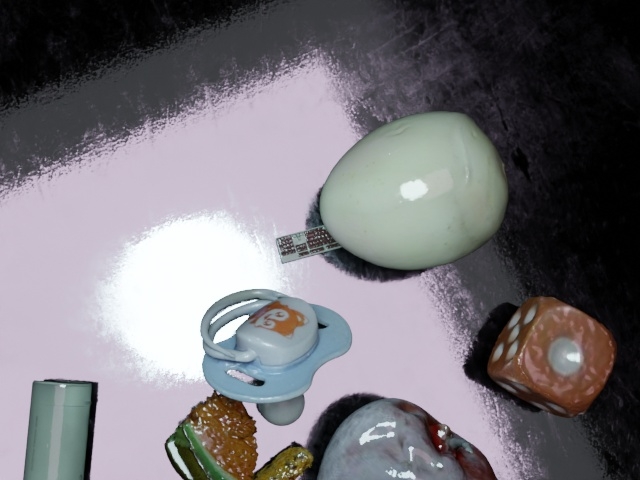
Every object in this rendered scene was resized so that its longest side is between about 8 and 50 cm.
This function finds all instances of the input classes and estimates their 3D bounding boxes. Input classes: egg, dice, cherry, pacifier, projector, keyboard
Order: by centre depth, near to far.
[{"bbox_3d":[0.132,0.439,1.623,0.335,0.291,0.326,-28,104,5],"label":"cherry"},{"bbox_3d":[-0.468,0.415,1.644,0.108,0.108,0.337,4,82,-6],"label":"projector"},{"bbox_3d":[-0.084,0.230,1.687,0.299,0.244,0.233,-36,130,-46],"label":"pacifier"},{"bbox_3d":[0.169,-0.083,1.700,0.345,0.283,0.283,-18,85,6],"label":"egg"},{"bbox_3d":[0.428,0.220,1.745,0.174,0.179,0.175,29,76,-2],"label":"dice"},{"bbox_3d":[0.000,0.000,1.799,0.166,0.017,0.055,-15,85,-9],"label":"keyboard"}]

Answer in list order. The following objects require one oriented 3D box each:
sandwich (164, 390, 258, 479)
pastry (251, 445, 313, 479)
[{"bbox_3d":[-0.177,0.380,1.692,0.160,0.109,0.185,-38,86,-30],"label":"sandwich"},{"bbox_3d":[-0.076,0.428,1.704,0.140,0.080,0.056,-45,101,-10],"label":"pastry"}]
